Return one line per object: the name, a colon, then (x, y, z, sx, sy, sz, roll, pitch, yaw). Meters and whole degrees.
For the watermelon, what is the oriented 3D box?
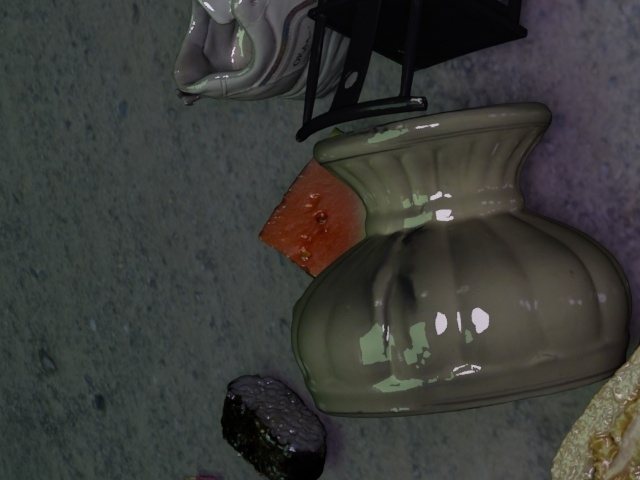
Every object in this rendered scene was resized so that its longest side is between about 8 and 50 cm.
watermelon: (0.021, 0.000, 1.495, 0.137, 0.145, 0.193, -10, 67, 19)

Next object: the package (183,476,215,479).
package: (-0.148, 0.347, 1.879, 0.059, 0.029, 0.083, -3, 113, 41)

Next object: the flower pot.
flower pot: (0.116, 0.013, 1.270, 0.307, 0.307, 0.244, -6, 92, 49)

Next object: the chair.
chair: (0.083, -0.200, 1.240, 0.154, 0.141, 0.260, -12, 64, 49)

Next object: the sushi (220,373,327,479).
sushi: (-0.053, 0.226, 1.682, 0.150, 0.090, 0.078, 37, 126, 34)

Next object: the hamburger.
hamburger: (0.324, 0.151, 1.189, 0.144, 0.156, 0.283, 49, 122, 33)

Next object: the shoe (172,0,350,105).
shoe: (-0.041, -0.269, 1.378, 0.132, 0.210, 0.342, 43, 132, 29)
